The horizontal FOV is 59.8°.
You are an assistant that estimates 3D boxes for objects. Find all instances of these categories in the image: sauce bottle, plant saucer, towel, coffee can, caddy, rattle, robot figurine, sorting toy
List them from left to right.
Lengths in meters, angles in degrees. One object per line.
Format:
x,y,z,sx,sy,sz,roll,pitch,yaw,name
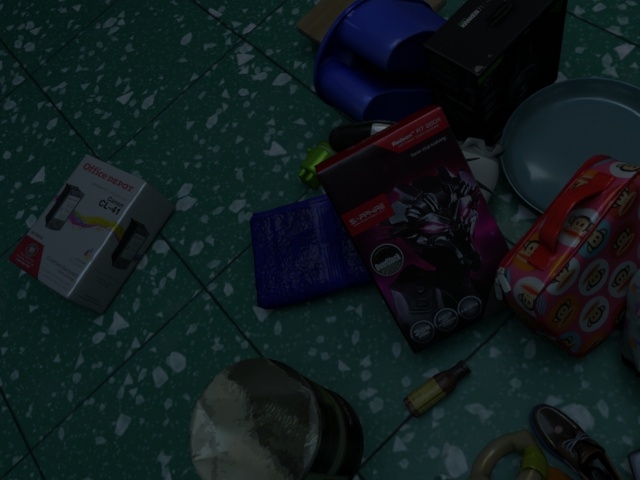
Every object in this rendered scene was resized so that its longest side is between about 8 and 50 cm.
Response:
-0.057,0.317,0.901,0.202,0.275,0.201,-7,65,15,coffee can
0.000,0.000,1.124,0.309,0.076,0.227,-17,61,17,towel
0.002,-0.170,1.222,0.101,0.067,0.115,30,78,35,robot figurine
0.122,-0.517,1.329,0.257,0.089,0.255,-45,61,-5,sorting toy
0.137,-0.360,1.126,0.179,0.342,0.241,47,129,26,caddy
0.206,0.258,0.977,0.128,0.042,0.042,-35,61,-2,sauce bottle
0.292,0.406,0.889,0.200,0.143,0.130,-44,27,12,rattle
0.509,-0.167,1.063,0.318,0.043,0.317,-5,68,13,plant saucer

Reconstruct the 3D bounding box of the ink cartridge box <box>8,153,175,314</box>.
-0.525,-0.019,1.289,0.226,0.131,0.306,24,77,26,ink cartridge box

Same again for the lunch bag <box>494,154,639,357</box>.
0.419,0.020,0.878,0.293,0.258,0.120,-50,36,0,lunch bag

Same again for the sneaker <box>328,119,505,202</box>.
0.169,-0.133,1.046,0.331,0.122,0.146,11,83,8,sneaker

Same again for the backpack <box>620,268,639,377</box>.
0.549,0.123,0.825,0.166,0.144,0.188,-2,97,5,backpack

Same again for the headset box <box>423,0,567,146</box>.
0.339,-0.351,1.073,0.246,0.283,0.131,-45,61,-6,headset box

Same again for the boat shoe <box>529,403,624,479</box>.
0.406,0.326,0.863,0.066,0.066,0.183,-38,62,-10,boat shoe

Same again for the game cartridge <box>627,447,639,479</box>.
0.581,0.402,0.763,0.196,0.060,0.294,-32,63,11,game cartridge

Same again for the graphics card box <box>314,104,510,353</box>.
0.175,-0.017,0.967,0.233,0.094,0.370,-28,102,3,graphics card box
